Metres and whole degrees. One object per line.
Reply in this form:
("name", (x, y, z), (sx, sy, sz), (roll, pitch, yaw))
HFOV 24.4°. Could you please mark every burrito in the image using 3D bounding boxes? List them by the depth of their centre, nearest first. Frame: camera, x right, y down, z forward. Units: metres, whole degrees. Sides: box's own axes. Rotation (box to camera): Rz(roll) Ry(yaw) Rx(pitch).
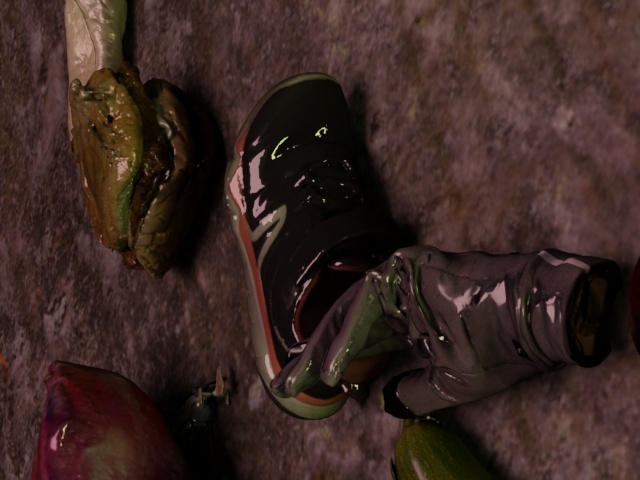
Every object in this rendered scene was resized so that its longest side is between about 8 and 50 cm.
("burrito", (-0.253, -0.200, 1.676), (0.082, 0.059, 0.275), (-1, 88, 43))

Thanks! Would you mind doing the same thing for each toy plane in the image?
("toy plane", (-0.121, 0.166, 1.483), (0.120, 0.031, 0.049), (-41, 47, 53))

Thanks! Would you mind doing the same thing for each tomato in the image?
("tomato", (-0.209, 0.265, 1.484), (0.335, 0.176, 0.290), (106, 164, -45))

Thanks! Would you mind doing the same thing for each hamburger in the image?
("hamburger", (-0.179, -0.074, 1.520), (0.206, 0.130, 0.183), (98, 154, -47))

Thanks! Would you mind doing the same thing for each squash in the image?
("squash", (0.127, 0.217, 1.055), (0.080, 0.071, 0.318), (-44, 38, -1))

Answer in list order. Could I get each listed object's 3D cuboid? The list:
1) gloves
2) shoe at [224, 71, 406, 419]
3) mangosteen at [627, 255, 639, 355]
("gloves", (0.088, 0.070, 1.063), (0.285, 0.142, 0.119), (-15, 32, 31))
("shoe", (0.000, 0.000, 1.216), (0.137, 0.114, 0.291), (-18, 77, 62))
("mangosteen", (0.234, 0.038, 0.854), (0.140, 0.140, 0.140), (-3, 87, 58))
